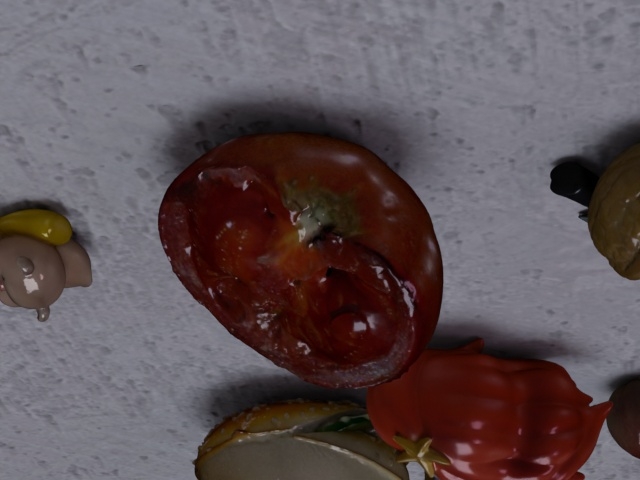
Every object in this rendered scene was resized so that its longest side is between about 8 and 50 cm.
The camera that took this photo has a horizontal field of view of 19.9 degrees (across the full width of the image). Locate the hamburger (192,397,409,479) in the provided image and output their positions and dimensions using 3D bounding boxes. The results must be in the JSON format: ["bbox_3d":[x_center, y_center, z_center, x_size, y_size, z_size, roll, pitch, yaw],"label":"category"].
[{"bbox_3d":[-0.020,0.245,1.901,0.236,0.147,0.237,6,155,3],"label":"hamburger"}]

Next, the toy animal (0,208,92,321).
[{"bbox_3d":[-0.249,0.028,1.547,0.091,0.082,0.114,-4,153,12],"label":"toy animal"}]

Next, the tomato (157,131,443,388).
[{"bbox_3d":[0.000,0.000,1.432,0.233,0.139,0.200,37,141,4],"label":"tomato"}]

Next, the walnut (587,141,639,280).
[{"bbox_3d":[0.260,-0.022,1.415,0.105,0.105,0.124,13,137,-23],"label":"walnut"}]

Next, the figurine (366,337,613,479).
[{"bbox_3d":[0.166,0.194,1.790,0.208,0.181,0.257,30,162,25],"label":"figurine"}]

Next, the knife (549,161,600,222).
[{"bbox_3d":[0.256,-0.014,1.528,0.060,0.028,0.230,-7,157,41],"label":"knife"}]

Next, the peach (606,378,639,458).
[{"bbox_3d":[0.330,0.180,1.843,0.083,0.083,0.083,0,153,0],"label":"peach"}]
